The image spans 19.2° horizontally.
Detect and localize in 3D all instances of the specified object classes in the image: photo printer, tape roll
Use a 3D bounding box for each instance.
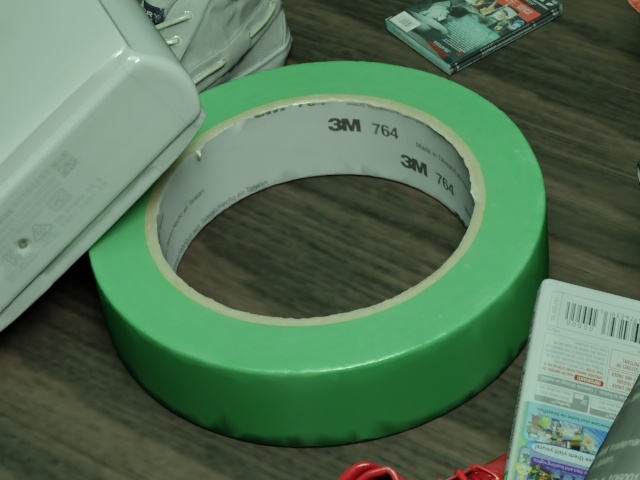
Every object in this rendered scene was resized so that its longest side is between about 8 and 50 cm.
[{"bbox_3d":[-0.233,-0.100,1.380,0.256,0.107,0.307,-44,37,7],"label":"photo printer"},{"bbox_3d":[0.000,0.000,1.338,0.321,0.077,0.321,-5,43,5],"label":"tape roll"}]

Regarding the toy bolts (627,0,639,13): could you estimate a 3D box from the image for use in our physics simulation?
[{"bbox_3d":[0.340,-0.152,1.440,0.228,0.158,0.218,23,91,17],"label":"toy bolts"}]

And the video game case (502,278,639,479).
[{"bbox_3d":[0.216,0.135,1.115,0.212,0.023,0.193,14,64,-2],"label":"video game case"}]

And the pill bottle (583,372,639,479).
[{"bbox_3d":[0.265,0.110,1.007,0.204,0.204,0.361,20,62,27],"label":"pill bottle"}]

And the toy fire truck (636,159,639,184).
[{"bbox_3d":[0.243,0.034,1.218,0.047,0.192,0.135,-7,15,1],"label":"toy fire truck"}]

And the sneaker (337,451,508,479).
[{"bbox_3d":[0.082,0.164,1.112,0.087,0.128,0.221,29,55,34],"label":"sneaker"}]

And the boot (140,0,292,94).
[{"bbox_3d":[-0.133,-0.144,1.476,0.095,0.123,0.258,30,56,34],"label":"boot"}]

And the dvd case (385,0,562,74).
[{"bbox_3d":[0.126,-0.185,1.559,0.119,0.013,0.087,-29,47,-22],"label":"dvd case"}]
